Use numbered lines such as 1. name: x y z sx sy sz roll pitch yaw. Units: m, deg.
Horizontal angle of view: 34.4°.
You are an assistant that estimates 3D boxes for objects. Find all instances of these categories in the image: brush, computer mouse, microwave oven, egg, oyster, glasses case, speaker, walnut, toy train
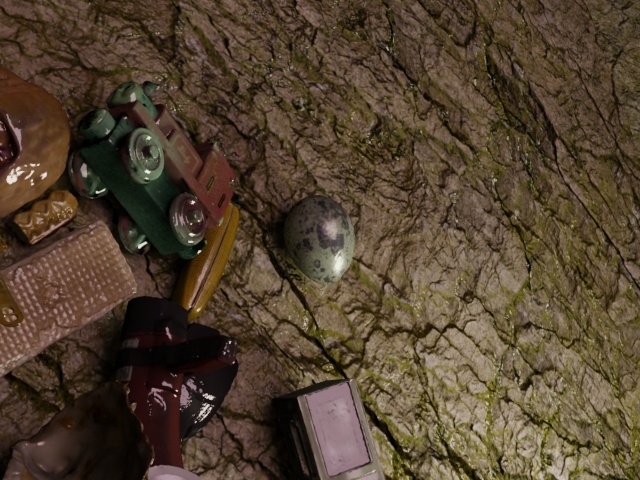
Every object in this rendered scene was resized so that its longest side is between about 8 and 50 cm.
1. brush: -0.463 0.045 1.440 0.082 0.010 0.218 -11 45 -31
2. computer mouse: -0.210 0.234 1.685 0.122 0.073 0.217 48 47 -22
3. microwave oven: 0.009 0.355 1.795 0.129 0.163 0.205 -15 86 -23
4. egg: 0.000 0.000 1.932 0.132 0.132 0.172 -24 104 -46
5. oyster: -0.298 0.280 1.321 0.204 0.396 0.111 -43 114 -15
6. glasses case: -0.195 0.035 1.763 0.064 0.079 0.234 33 54 -21
7. speaker: -0.249 0.235 1.500 0.198 0.259 0.330 10 71 -14
8. walnut: -0.453 -0.152 1.532 0.204 0.141 0.238 19 66 -45
9. toy train: -0.268 -0.119 1.673 0.304 0.150 0.222 57 36 -34

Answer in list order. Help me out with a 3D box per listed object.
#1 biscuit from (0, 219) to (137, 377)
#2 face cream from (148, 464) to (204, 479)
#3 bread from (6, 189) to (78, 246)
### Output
1. biscuit: -0.446 0.110 1.489 0.426 0.078 0.144 -35 103 -45
2. face cream: -0.258 0.473 1.398 0.145 0.370 0.145 20 35 -15
3. bread: -0.419 -0.036 1.575 0.060 0.066 0.110 33 53 24
